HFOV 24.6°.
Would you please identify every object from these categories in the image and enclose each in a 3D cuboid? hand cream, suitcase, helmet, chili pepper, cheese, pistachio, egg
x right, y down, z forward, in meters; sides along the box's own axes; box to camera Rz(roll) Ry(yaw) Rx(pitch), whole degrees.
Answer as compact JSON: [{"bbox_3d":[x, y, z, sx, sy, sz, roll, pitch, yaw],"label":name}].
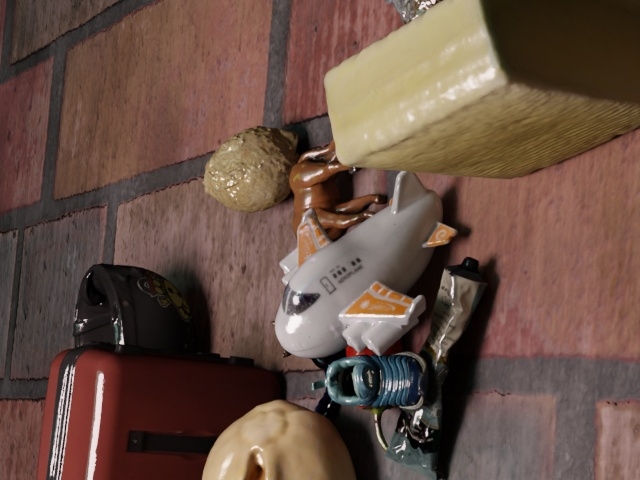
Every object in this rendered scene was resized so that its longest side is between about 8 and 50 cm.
[{"bbox_3d":[0.133,0.136,1.601,0.075,0.052,0.247,-144,64,-62],"label":"hand cream"},{"bbox_3d":[-0.206,0.256,1.892,0.161,0.297,0.236,0,83,52],"label":"suitcase"},{"bbox_3d":[-0.265,0.164,2.151,0.230,0.160,0.278,-131,42,-53],"label":"helmet"},{"bbox_3d":[0.059,0.118,1.707,0.071,0.063,0.272,-17,64,20],"label":"chili pepper"},{"bbox_3d":[0.174,-0.148,1.413,0.265,0.243,0.123,-25,71,55],"label":"cheese"},{"bbox_3d":[-0.044,0.338,1.733,0.187,0.188,0.299,-10,81,58],"label":"pistachio"},{"bbox_3d":[-0.090,-0.095,1.969,0.140,0.116,0.118,-20,39,27],"label":"egg"}]

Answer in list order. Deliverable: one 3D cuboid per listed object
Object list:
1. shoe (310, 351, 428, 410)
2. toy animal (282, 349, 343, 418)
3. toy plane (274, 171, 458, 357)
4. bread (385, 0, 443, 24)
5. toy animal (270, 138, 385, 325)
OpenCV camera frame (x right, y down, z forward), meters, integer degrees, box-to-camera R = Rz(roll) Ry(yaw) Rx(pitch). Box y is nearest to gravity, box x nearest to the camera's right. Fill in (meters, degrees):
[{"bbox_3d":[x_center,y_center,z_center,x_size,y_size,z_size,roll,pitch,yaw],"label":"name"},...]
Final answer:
[{"bbox_3d":[0.059,0.152,1.601,0.143,0.071,0.063,-4,84,46],"label":"shoe"},{"bbox_3d":[0.007,0.142,1.810,0.108,0.062,0.220,24,103,39],"label":"toy animal"},{"bbox_3d":[0.043,0.031,1.644,0.245,0.117,0.244,-20,43,20],"label":"toy plane"},{"bbox_3d":[0.110,-0.395,1.716,0.165,0.113,0.416,-60,36,29],"label":"bread"},{"bbox_3d":[0.000,0.000,1.846,0.230,0.066,0.224,-27,74,42],"label":"toy animal"}]
